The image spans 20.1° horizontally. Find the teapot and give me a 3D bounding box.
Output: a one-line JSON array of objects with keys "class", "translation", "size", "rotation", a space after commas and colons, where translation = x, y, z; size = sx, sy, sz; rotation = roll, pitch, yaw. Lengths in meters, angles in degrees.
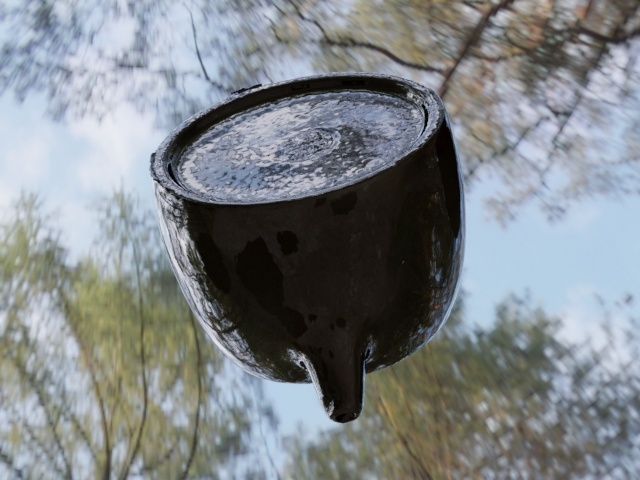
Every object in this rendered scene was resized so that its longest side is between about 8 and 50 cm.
[{"class": "teapot", "translation": [0.000, 0.000, 0.459], "size": [0.076, 0.121, 0.068], "rotation": [-11, -62, 2]}]
